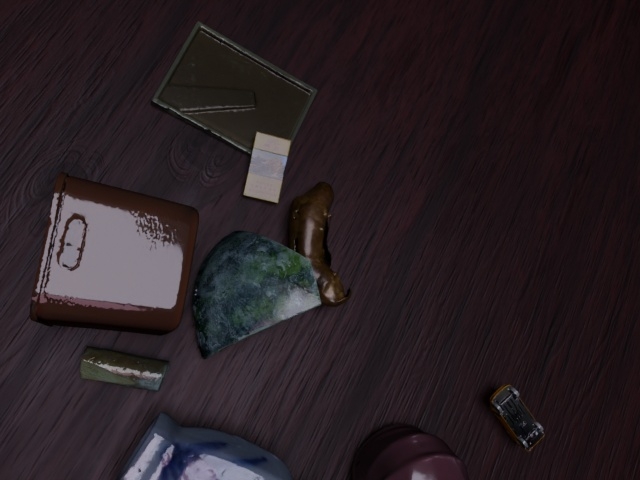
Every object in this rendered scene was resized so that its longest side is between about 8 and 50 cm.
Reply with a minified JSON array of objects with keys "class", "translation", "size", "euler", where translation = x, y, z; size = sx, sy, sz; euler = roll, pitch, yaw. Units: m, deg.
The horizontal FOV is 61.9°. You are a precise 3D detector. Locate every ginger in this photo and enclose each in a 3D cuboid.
[{"class":"ginger","translation":[-0.013,0.006,1.238],"size":[0.133,0.107,0.309],"euler":[-8,77,-6]}]

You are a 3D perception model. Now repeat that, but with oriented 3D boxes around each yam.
[{"class":"yam","translation":[-0.395,0.260,1.077],"size":[0.170,0.068,0.068],"euler":[14,75,-15]}]

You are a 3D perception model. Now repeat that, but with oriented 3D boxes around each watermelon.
[{"class":"watermelon","translation":[-0.150,0.107,1.175],"size":[0.320,0.214,0.289],"euler":[-39,55,15]}]

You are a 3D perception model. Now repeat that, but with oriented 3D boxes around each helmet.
[{"class":"helmet","translation":[0.214,0.576,1.145],"size":[0.271,0.197,0.338],"euler":[2,77,-20]}]

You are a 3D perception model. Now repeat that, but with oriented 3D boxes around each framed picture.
[{"class":"framed picture","translation":[-0.199,-0.349,1.293],"size":[0.335,0.022,0.247],"euler":[27,73,-11]}]

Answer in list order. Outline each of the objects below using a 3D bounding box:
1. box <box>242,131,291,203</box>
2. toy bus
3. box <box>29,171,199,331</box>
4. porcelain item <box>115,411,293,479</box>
[{"class":"box","translation":[-0.126,-0.172,1.263],"size":[0.087,0.023,0.155],"euler":[12,87,-10]},{"class":"toy bus","translation":[0.476,0.433,1.322],"size":[0.070,0.074,0.162],"euler":[-36,93,-14]},{"class":"box","translation":[-0.372,0.051,0.988],"size":[0.230,0.339,0.239],"euler":[12,75,-18]},{"class":"porcelain item","translation":[-0.186,0.510,1.036],"size":[0.405,0.178,0.242],"euler":[33,72,-6]}]
